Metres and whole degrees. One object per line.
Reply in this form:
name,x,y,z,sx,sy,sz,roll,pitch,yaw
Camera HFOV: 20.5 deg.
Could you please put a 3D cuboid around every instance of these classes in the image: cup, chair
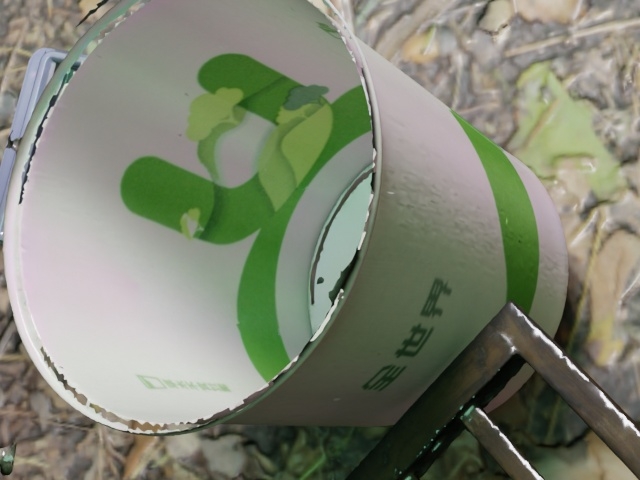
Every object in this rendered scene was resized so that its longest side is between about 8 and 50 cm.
cup,0.000,0.000,1.007,0.253,0.274,0.253,-10,73,35
chair,0.212,0.257,0.919,0.203,0.241,0.416,-48,49,9

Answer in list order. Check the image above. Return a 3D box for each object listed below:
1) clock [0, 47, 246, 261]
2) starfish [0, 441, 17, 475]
clock,-0.116,-0.045,1.190,0.193,0.073,0.144,12,86,25
starfish,-0.294,0.129,1.119,0.383,0.132,0.398,-97,31,-56
